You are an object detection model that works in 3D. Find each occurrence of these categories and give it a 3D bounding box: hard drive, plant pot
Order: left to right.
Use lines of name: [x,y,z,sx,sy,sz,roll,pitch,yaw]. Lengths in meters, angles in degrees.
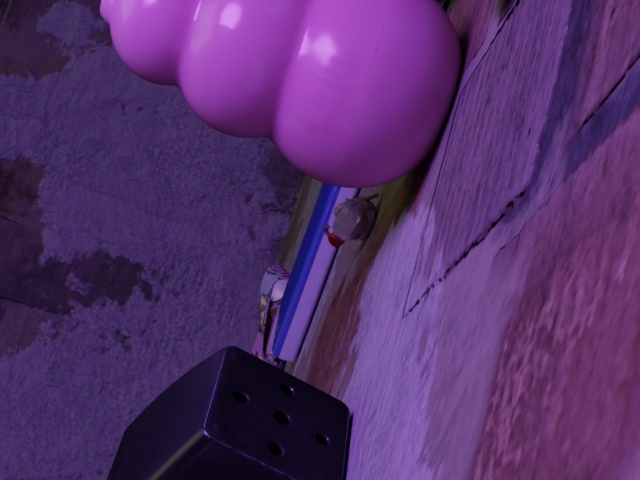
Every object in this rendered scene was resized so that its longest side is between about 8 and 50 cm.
plant pot: [-0.073,0.207,1.002,0.167,0.187,0.188,-56,11,29]
hard drive: [0.000,0.000,1.764,0.210,0.040,0.318,-83,12,-67]

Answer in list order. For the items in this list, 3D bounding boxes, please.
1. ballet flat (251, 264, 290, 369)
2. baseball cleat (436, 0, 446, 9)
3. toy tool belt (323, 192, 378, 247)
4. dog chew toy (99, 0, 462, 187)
ballet flat: [-0.068,0.131,1.959,0.079,0.077,0.221,-36,36,50]
baseball cleat: [0.121,-0.291,1.386,0.109,0.072,0.206,-52,20,34]
toy tool belt: [0.041,-0.025,1.366,0.051,0.052,0.083,-38,-10,-29]
dog chew toy: [-0.041,-0.178,1.084,0.206,0.332,0.206,-162,90,-85]
